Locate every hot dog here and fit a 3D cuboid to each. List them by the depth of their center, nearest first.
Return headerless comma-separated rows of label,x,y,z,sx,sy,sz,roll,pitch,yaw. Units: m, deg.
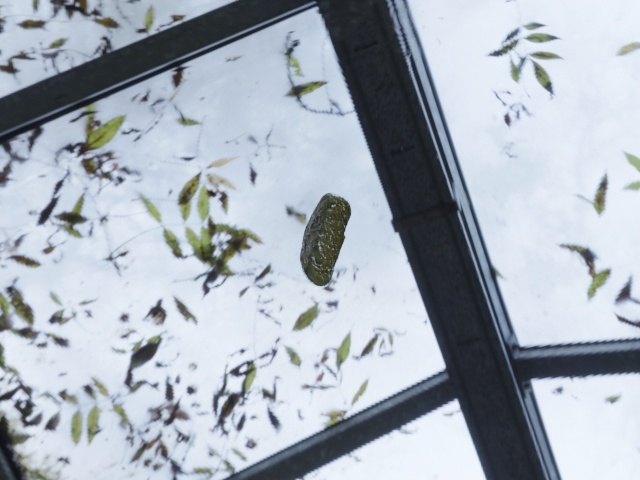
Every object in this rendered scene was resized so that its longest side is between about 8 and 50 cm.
hot dog,0.000,0.000,0.759,0.030,0.034,0.090,30,-116,-30
